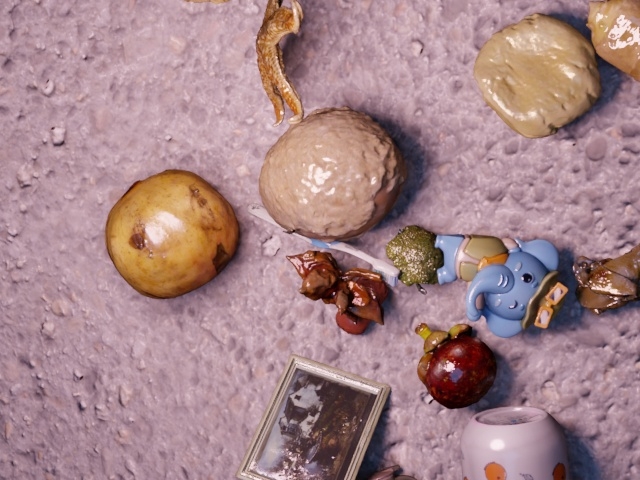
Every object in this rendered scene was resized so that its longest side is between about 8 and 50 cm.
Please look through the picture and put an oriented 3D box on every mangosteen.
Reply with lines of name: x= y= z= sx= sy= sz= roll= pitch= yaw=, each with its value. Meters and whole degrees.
mangosteen: x=0.259 y=0.248 z=1.967 sx=0.181 sy=0.156 sz=0.146 roll=29 pitch=135 yaw=41

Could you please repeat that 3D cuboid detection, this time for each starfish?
starfish: x=-0.077 y=-0.374 z=1.888 sx=0.094 sy=0.375 sz=0.327 roll=5 pitch=87 yaw=-10

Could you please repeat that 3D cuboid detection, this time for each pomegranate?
pomegranate: x=-0.308 y=-0.014 z=2.043 sx=0.281 sy=0.281 sz=0.281 roll=2 pitch=98 yaw=18

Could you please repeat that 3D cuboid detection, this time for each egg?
egg: x=0.020 y=-0.124 z=1.925 sx=0.310 sy=0.279 sz=0.279 roll=-2 pitch=97 yaw=37

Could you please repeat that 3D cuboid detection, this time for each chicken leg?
chicken leg: x=0.569 y=0.061 z=1.867 sx=0.196 sy=0.080 sz=0.125 roll=-28 pitch=76 yaw=18

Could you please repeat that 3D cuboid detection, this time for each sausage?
sausage: x=0.083 y=0.132 z=2.034 sx=0.076 sy=0.076 sz=0.141 roll=36 pitch=107 yaw=10

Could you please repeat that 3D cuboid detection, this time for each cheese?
cheese: x=0.405 y=-0.310 z=1.852 sx=0.214 sy=0.117 sz=0.226 roll=-38 pitch=80 yaw=12

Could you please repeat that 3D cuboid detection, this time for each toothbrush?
toothbrush: x=0.000 y=-0.004 z=2.012 sx=0.386 sy=0.040 sz=0.040 roll=27 pitch=105 yaw=28

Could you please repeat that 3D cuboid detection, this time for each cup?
cup: x=0.381 y=0.492 z=1.911 sx=0.212 sy=0.212 sz=0.317 roll=-5 pitch=95 yaw=18

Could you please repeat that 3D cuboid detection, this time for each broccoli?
broccoli: x=0.191 y=0.035 z=1.970 sx=0.131 sy=0.130 sz=0.120 roll=39 pitch=145 yaw=-4

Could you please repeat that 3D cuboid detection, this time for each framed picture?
framed picture: x=-0.012 y=0.385 z=2.024 sx=0.232 sy=0.019 sz=0.296 roll=16 pitch=59 yaw=15

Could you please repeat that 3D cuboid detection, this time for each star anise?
star anise: x=0.026 y=0.086 z=1.946 sx=0.212 sy=0.196 sz=0.111 roll=25 pitch=87 yaw=-24

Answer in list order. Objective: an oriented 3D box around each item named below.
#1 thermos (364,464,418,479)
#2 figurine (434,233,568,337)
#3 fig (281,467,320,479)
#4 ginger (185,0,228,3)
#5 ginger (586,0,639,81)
thermos: x=0.164 y=0.567 z=2.060 sx=0.137 sy=0.105 sz=0.193 roll=-18 pitch=84 yaw=-6
figurine: x=0.337 y=0.080 z=1.894 sx=0.262 sy=0.154 sz=0.180 roll=13 pitch=69 yaw=4
fig: x=-0.016 y=0.542 z=2.047 sx=0.230 sy=0.207 sz=0.207 roll=-13 pitch=93 yaw=27
ginger: x=-0.111 y=-0.599 z=1.976 sx=0.348 sy=0.122 sz=0.363 roll=32 pitch=96 yaw=20
ginger: x=0.591 y=-0.345 z=1.772 sx=0.267 sy=0.152 sz=0.138 roll=51 pitch=135 yaw=21
